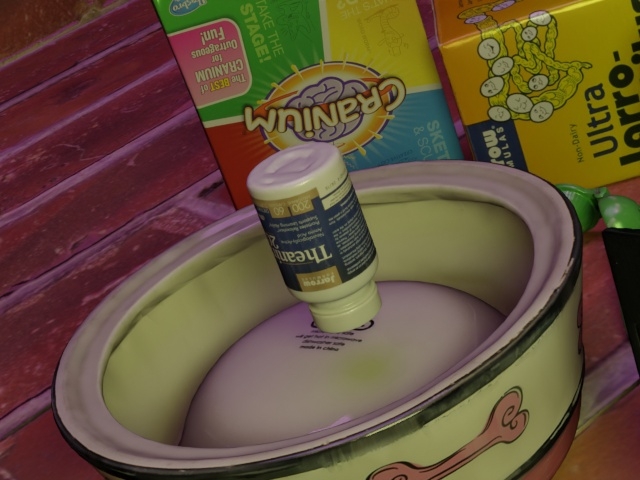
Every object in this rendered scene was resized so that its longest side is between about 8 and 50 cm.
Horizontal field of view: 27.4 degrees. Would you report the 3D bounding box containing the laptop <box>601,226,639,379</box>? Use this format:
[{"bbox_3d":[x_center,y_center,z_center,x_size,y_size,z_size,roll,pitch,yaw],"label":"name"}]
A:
[{"bbox_3d":[0.241,0.136,0.649,0.264,0.234,0.137,10,38,46],"label":"laptop"}]

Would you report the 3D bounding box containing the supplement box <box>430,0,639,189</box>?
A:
[{"bbox_3d":[0.307,-0.192,1.304,0.357,0.194,0.195,-16,25,11],"label":"supplement box"}]

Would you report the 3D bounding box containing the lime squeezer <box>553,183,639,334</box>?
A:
[{"bbox_3d":[0.224,-0.001,1.172,0.110,0.059,0.310,-54,31,0],"label":"lime squeezer"}]

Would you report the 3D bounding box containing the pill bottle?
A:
[{"bbox_3d":[0.000,0.000,0.886,0.067,0.120,0.067,-17,25,8],"label":"pill bottle"}]

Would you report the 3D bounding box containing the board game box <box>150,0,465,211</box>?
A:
[{"bbox_3d":[-0.005,-0.151,1.314,0.242,0.316,0.064,-23,26,-4],"label":"board game box"}]

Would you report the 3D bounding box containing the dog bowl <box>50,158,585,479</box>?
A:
[{"bbox_3d":[0.013,0.099,0.997,0.408,0.150,0.408,-17,25,8],"label":"dog bowl"}]
